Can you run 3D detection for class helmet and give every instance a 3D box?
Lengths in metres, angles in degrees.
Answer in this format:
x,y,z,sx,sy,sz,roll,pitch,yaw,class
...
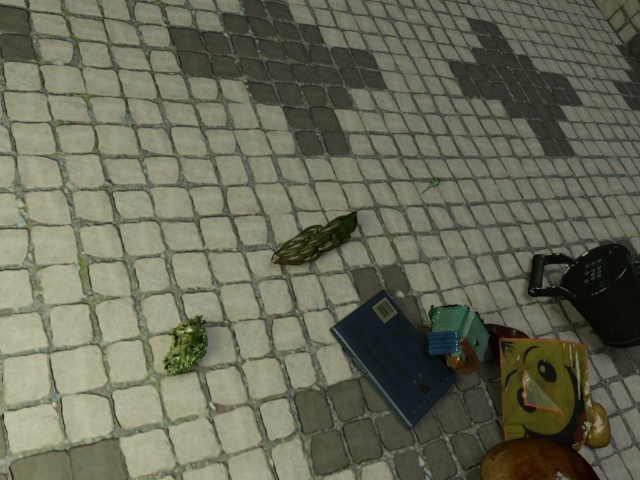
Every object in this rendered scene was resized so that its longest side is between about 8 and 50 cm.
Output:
x,y,z,sx,sy,sz,roll,pitch,yaw,class
0.451,0.249,1.553,0.111,0.057,0.089,12,17,-6,helmet

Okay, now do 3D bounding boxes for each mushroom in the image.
x,y,z,sx,sy,sz,roll,pitch,yaw,class
0.461,0.529,1.269,0.263,0.195,0.283,19,51,-21,mushroom

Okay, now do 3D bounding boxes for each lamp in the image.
x,y,z,sx,sy,sz,roll,pitch,yaw,class
0.790,0.159,1.713,0.272,0.374,0.205,62,34,-25,lamp

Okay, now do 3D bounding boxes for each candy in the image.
x,y,z,sx,sy,sz,roll,pitch,yaw,class
0.307,-0.153,1.772,0.083,0.023,0.025,-36,89,-32,candy

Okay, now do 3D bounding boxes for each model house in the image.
x,y,z,sx,sy,sz,roll,pitch,yaw,class
0.301,0.241,1.417,0.148,0.119,0.149,57,41,-26,model house

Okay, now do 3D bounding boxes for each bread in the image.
x,y,z,sx,sy,sz,roll,pitch,yaw,class
0.676,0.448,1.549,0.082,0.056,0.115,22,50,-16,bread

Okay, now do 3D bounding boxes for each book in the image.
x,y,z,sx,sy,sz,roll,pitch,yaw,class
0.164,0.255,1.395,0.191,0.025,0.269,-31,78,-41,book

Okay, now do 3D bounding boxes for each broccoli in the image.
x,y,z,sx,sy,sz,roll,pitch,yaw,class
-0.246,0.190,1.148,0.097,0.092,0.095,-20,67,-9,broccoli

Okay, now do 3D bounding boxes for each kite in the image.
x,y,z,sx,sy,sz,roll,pitch,yaw,class
0.526,0.351,1.491,0.327,0.013,0.377,48,63,-4,kite

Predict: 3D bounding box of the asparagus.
x,y,z,sx,sy,sz,roll,pitch,yaw,class
0.000,0.000,1.440,0.287,0.080,0.080,-22,72,-39,asparagus
